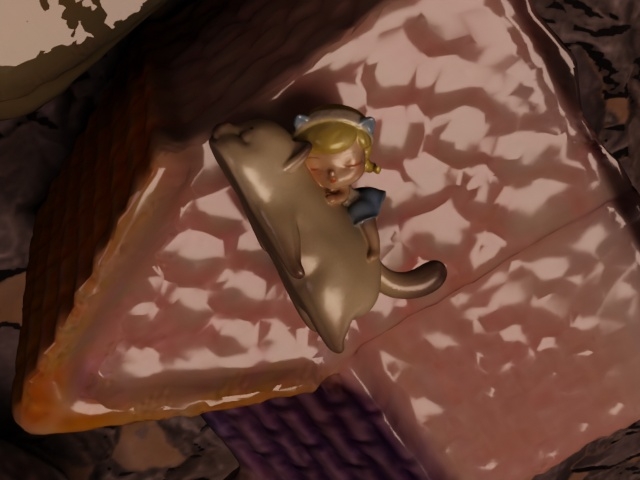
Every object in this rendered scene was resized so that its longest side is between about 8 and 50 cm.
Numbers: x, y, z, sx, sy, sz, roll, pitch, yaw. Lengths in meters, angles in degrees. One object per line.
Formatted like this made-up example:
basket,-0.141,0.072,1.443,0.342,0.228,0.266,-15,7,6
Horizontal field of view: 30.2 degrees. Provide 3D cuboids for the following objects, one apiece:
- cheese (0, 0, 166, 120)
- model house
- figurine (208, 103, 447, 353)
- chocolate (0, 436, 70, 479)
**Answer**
cheese,-0.135,-0.142,0.439,0.175,0.091,0.202,-36,129,-3
model house,0.000,0.000,0.521,0.237,0.202,0.237,-33,121,5
figurine,0.003,-0.010,0.380,0.051,0.047,0.083,-32,112,-13
chocolate,-0.229,0.237,0.520,0.303,0.213,0.303,-5,121,-8
